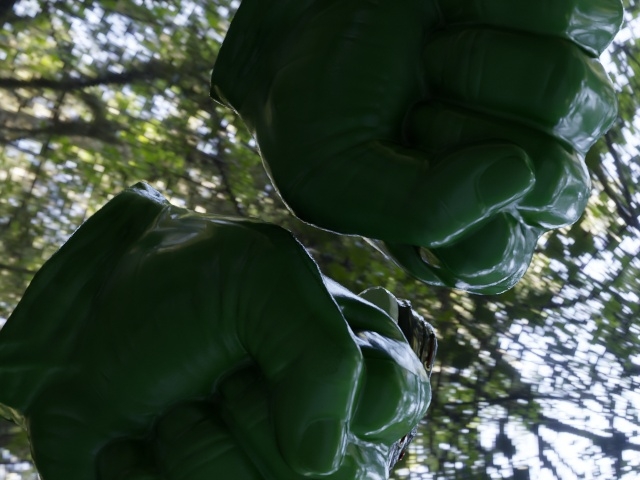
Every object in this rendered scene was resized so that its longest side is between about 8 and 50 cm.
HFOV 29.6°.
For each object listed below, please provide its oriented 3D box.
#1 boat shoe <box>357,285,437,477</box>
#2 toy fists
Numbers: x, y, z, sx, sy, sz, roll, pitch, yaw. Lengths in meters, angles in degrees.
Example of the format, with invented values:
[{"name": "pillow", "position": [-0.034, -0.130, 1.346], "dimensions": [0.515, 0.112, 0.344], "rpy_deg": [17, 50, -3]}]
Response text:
[{"name": "boat shoe", "position": [0.024, 0.087, 0.553], "dimensions": [0.049, 0.042, 0.133], "rpy_deg": [-19, -133, 46]}, {"name": "toy fists", "position": [0.000, 0.000, 0.441], "dimensions": [0.142, 0.096, 0.279], "rpy_deg": [35, -92, 10]}]
